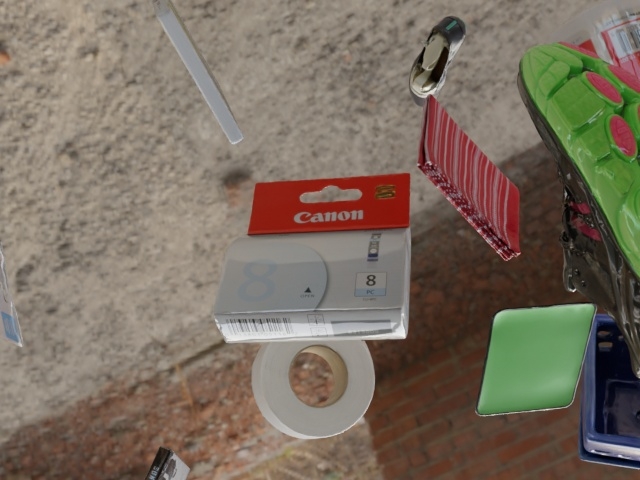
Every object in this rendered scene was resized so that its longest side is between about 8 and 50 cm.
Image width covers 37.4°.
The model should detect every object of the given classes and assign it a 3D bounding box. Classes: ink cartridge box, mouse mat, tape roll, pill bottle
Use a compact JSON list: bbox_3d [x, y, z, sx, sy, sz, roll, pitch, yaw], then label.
[{"bbox_3d":[0.000,0.000,1.633,0.308,0.385,0.091,-3,138,11],"label":"ink cartridge box"},{"bbox_3d":[0.298,0.167,1.315,0.153,0.007,0.189,-3,121,-12],"label":"mouse mat"},{"bbox_3d":[-0.017,0.327,2.253,0.286,0.286,0.100,-6,168,-19],"label":"tape roll"},{"bbox_3d":[0.550,-0.193,1.601,0.229,0.407,0.229,-18,169,-3],"label":"pill bottle"}]

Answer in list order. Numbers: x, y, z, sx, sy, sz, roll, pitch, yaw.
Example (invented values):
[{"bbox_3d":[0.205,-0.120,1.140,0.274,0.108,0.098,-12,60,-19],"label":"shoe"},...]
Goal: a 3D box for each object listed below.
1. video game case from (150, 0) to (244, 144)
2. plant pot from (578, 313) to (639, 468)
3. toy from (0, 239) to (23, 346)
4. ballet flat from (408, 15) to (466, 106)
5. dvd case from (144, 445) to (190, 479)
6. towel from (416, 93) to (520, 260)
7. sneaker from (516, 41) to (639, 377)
[{"bbox_3d":[-0.193,-0.276,1.424,0.026,0.206,0.227,-28,123,0],"label":"video game case"},{"bbox_3d":[0.567,0.281,1.645,0.236,0.236,0.212,6,153,10],"label":"plant pot"},{"bbox_3d":[-0.433,0.036,1.039,0.056,0.237,0.137,-34,132,-43],"label":"toy"},{"bbox_3d":[0.194,-0.310,1.685,0.074,0.074,0.203,-2,142,-23],"label":"ballet flat"},{"bbox_3d":[-0.295,0.472,1.690,0.030,0.179,0.238,20,160,7],"label":"dvd case"},{"bbox_3d":[0.267,-0.112,1.668,0.031,0.199,0.275,-28,123,33],"label":"towel"},{"bbox_3d":[0.356,-0.037,1.199,0.185,0.483,0.202,-9,160,-31],"label":"sneaker"}]
